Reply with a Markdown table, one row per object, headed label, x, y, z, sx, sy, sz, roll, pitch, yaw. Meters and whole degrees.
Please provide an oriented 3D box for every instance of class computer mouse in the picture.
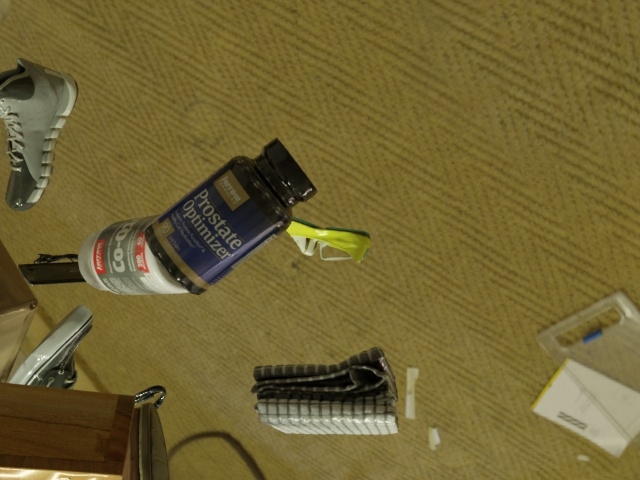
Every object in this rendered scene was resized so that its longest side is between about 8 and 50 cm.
| label | x | y | z | sx | sy | sz | roll | pitch | yaw |
| --- | --- | --- | --- | --- | --- | --- | --- | --- | --- |
| computer mouse | -0.389 | 0.311 | 1.054 | 0.241 | 0.041 | 0.071 | -20 | 113 | -7 |

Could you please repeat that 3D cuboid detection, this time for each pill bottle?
| label | x | y | z | sx | sy | sz | roll | pitch | yaw |
| --- | --- | --- | --- | --- | --- | --- | --- | --- | --- |
| pill bottle | -0.370 | 0.033 | 1.231 | 0.283 | 0.161 | 0.161 | -6 | 113 | 38 |
| pill bottle | -0.117 | -0.036 | 0.805 | 0.219 | 0.123 | 0.123 | -38 | 96 | 2 |

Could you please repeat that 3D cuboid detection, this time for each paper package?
| label | x | y | z | sx | sy | sz | roll | pitch | yaw |
| --- | --- | --- | --- | --- | --- | --- | --- | --- | --- |
| paper package | -0.759 | 0.125 | 1.216 | 0.325 | 0.168 | 0.310 | 49 | 123 | 20 |

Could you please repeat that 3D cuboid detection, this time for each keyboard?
| label | x | y | z | sx | sy | sz | roll | pitch | yaw |
| --- | --- | --- | --- | --- | --- | --- | --- | --- | --- |
| keyboard | -0.732 | 0.085 | 1.773 | 0.201 | 0.317 | 0.033 | 35 | 117 | 46 |

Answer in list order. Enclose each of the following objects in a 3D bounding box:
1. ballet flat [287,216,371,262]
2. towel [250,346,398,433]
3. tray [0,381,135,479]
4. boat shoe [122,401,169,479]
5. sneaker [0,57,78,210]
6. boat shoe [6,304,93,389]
| label | x | y | z | sx | sy | sz | roll | pitch | yaw |
| --- | --- | --- | --- | --- | --- | --- | --- | --- | --- |
| ballet flat | 0.000 | 0.000 | 1.285 | 0.230 | 0.077 | 0.077 | 13 | 85 | 29 |
| towel | 0.019 | 0.273 | 1.047 | 0.234 | 0.122 | 0.284 | -3 | 158 | 9 |
| tray | -0.287 | 0.280 | 0.486 | 0.202 | 0.076 | 0.411 | 11 | 124 | -16 |
| boat shoe | -0.282 | 0.396 | 0.868 | 0.104 | 0.308 | 0.111 | -11 | 150 | 0 |
| sneaker | -0.465 | -0.165 | 0.888 | 0.086 | 0.132 | 0.229 | 17 | 89 | 34 |
| boat shoe | -0.572 | 0.286 | 1.253 | 0.119 | 0.121 | 0.335 | 39 | 95 | -12 |
